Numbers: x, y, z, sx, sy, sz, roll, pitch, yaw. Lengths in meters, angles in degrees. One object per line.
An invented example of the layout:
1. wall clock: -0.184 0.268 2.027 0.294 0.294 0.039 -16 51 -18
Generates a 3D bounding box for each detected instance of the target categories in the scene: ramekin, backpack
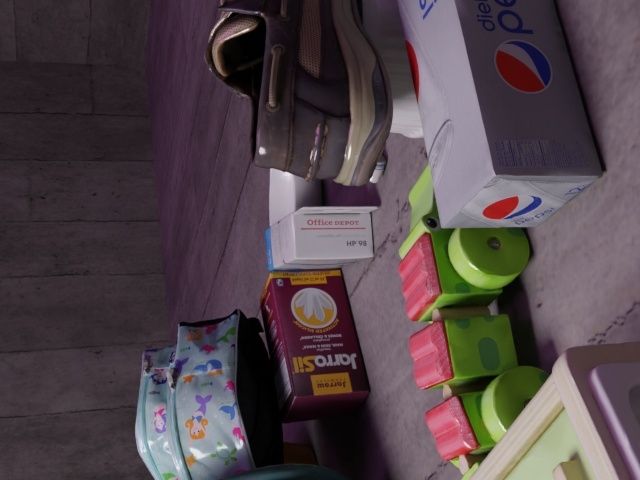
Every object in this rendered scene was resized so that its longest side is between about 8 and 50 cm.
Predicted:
1. ramekin: 0.065 -0.209 0.852 0.207 0.109 0.207 179 90 -72
2. backpack: -0.137 0.246 1.116 0.253 0.191 0.225 -109 2 -51

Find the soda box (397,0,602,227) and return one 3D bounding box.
1. soda box: 0.130 -0.156 0.678 0.098 0.091 0.286 126 140 -63

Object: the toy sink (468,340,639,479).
1. toy sink: 0.189 0.144 0.449 0.234 0.131 0.152 110 152 -48

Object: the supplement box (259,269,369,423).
1. supplement box: -0.012 0.139 1.123 0.080 0.104 0.188 113 150 -52

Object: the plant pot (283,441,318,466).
1. plant pot: -0.105 0.389 1.295 0.205 0.188 0.205 179 90 -73

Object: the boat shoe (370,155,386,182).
1. boat shoe: 0.051 -0.102 1.029 0.100 0.035 0.035 -127 41 -51

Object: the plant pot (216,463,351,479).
1. plant pot: -0.031 0.484 0.902 0.334 0.341 0.341 -126 38 -47

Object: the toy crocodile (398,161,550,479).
1. toy crocodile: 0.120 0.085 0.706 0.115 0.105 0.340 123 142 -61

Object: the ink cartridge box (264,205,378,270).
1. ink cartridge box: 0.000 0.000 1.076 0.180 0.104 0.060 155 113 -71

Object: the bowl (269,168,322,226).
1. bowl: -0.036 -0.053 1.270 0.142 0.053 0.142 -164 75 -72

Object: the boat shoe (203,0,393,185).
1. boat shoe: -0.038 -0.197 0.778 0.132 0.130 0.355 106 155 -43
